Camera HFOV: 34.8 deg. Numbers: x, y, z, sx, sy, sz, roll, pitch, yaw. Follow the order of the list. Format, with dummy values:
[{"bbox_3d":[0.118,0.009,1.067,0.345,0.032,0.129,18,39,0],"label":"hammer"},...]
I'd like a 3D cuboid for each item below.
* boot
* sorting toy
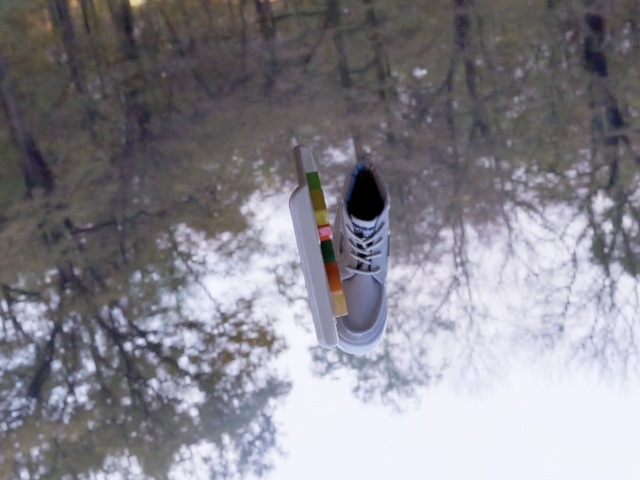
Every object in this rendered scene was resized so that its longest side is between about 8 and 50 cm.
[{"bbox_3d":[0.050,0.017,1.392,0.095,0.123,0.258,1,-126,-2],"label":"boot"},{"bbox_3d":[0.000,0.000,1.202,0.038,0.193,0.208,-10,-161,4],"label":"sorting toy"}]
